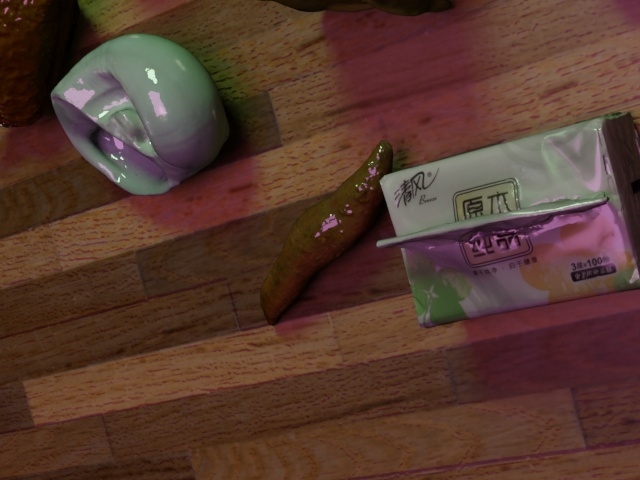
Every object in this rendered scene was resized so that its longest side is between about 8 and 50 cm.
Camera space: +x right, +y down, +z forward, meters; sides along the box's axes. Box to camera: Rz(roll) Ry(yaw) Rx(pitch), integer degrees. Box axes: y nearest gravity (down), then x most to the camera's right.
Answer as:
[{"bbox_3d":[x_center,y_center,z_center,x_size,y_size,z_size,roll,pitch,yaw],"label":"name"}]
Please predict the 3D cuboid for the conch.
[{"bbox_3d":[-0.195,-0.137,1.322,0.221,0.121,0.185,9,107,38],"label":"conch"}]

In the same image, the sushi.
[{"bbox_3d":[-0.364,-0.255,1.402,0.140,0.149,0.287,21,140,1],"label":"sushi"}]

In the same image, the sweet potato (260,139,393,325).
[{"bbox_3d":[0.000,0.000,1.259,0.067,0.067,0.274,50,126,16],"label":"sweet potato"}]

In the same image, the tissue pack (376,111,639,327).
[{"bbox_3d":[0.177,-0.011,1.091,0.229,0.145,0.159,-14,92,34],"label":"tissue pack"}]

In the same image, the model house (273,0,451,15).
[{"bbox_3d":[0.022,-0.331,1.111,0.175,0.193,0.234,11,101,31],"label":"model house"}]
